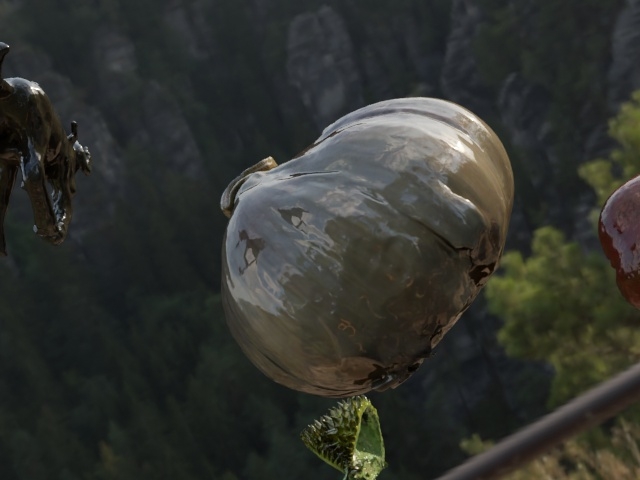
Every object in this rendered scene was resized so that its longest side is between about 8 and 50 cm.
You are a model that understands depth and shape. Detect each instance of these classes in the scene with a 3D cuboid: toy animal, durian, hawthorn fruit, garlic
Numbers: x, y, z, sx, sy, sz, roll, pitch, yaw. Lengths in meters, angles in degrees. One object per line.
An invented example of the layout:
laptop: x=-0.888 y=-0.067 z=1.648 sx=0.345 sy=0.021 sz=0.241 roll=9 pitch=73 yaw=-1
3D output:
toy animal: x=-0.249 y=-0.073 z=0.879 sx=0.084 sy=0.148 sz=0.233 roll=-1 pitch=-15 yaw=4
durian: x=0.037 y=0.235 z=1.243 sx=0.086 sy=0.100 sz=0.215 roll=-39 pitch=-16 yaw=7
hawthorn fruit: x=0.610 y=-0.003 z=1.787 sx=0.299 sy=0.275 sz=0.275 roll=-27 pitch=14 yaw=-2
garlic: x=0.046 y=0.010 z=0.983 sx=0.322 sy=0.241 sz=0.322 roll=-26 pitch=2 yaw=1
